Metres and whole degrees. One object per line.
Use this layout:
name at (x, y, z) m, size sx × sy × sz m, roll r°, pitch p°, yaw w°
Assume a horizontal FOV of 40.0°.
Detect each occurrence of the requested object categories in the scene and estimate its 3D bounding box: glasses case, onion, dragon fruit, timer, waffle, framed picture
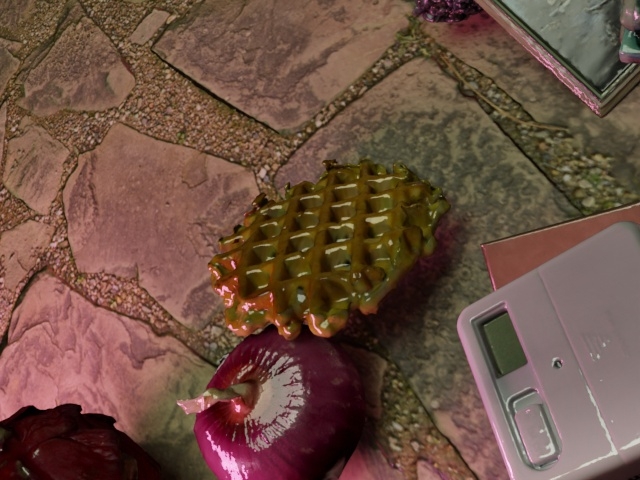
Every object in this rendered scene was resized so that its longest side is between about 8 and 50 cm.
glasses case at (0.280, 0.026, 0.942) m, size 0.193 × 0.070 × 0.103 m, roll -18°, pitch 86°, yaw 31°
onion at (-0.038, 0.211, 1.046) m, size 0.200 × 0.201 × 0.207 m, roll 16°, pitch 48°, yaw 44°
dragon fruit at (-0.365, 0.371, 1.144) m, size 0.329 × 0.329 × 0.329 m, roll -19°, pitch 58°, yaw 33°
timer at (0.270, 0.129, 0.799) m, size 0.194 × 0.195 × 0.192 m, roll -34°, pitch 51°, yaw 24°
waffle at (0.000, 0.000, 1.101) m, size 0.325 × 0.068 × 0.302 m, roll -38°, pitch 35°, yaw -24°
framed picture at (0.348, -0.325, 1.007) m, size 0.296 × 0.019 × 0.232 m, roll -47°, pitch 75°, yaw 13°

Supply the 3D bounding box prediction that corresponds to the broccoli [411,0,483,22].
broccoli at (0.154, -0.406, 1.175) m, size 0.275 × 0.198 × 0.177 m, roll -111°, pitch 19°, yaw -45°

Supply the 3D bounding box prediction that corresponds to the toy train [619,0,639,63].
toy train at (0.422, -0.194, 0.799) m, size 0.298 × 0.194 × 0.120 m, roll 13°, pitch 82°, yaw 26°
